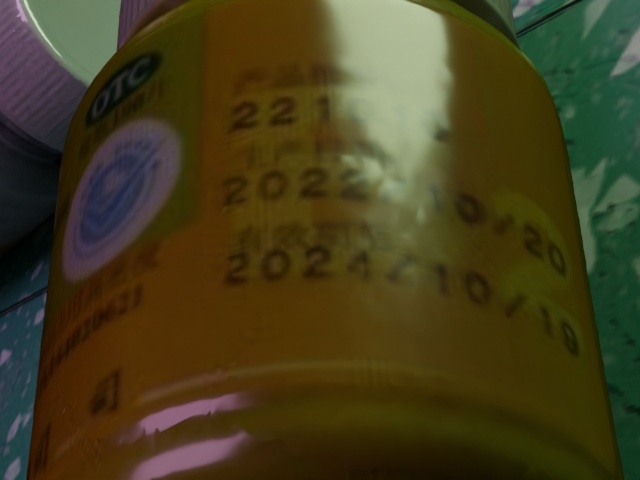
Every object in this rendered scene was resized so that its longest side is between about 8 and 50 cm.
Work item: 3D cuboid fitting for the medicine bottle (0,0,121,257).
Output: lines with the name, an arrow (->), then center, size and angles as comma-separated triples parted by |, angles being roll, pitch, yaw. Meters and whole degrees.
medicine bottle -> -0.233, -0.088, 1.181 | 0.273, 0.165, 0.165 | -34, 39, 36

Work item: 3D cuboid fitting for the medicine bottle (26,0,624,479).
medicine bottle -> 0.000, 0.000, 0.700 | 0.224, 0.224, 0.384 | -37, 37, 34
